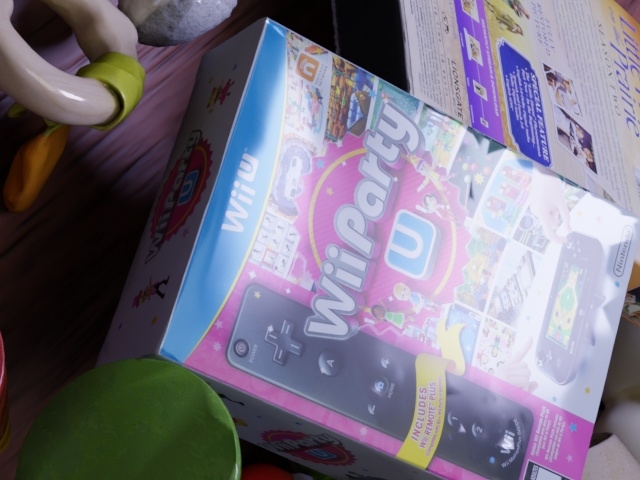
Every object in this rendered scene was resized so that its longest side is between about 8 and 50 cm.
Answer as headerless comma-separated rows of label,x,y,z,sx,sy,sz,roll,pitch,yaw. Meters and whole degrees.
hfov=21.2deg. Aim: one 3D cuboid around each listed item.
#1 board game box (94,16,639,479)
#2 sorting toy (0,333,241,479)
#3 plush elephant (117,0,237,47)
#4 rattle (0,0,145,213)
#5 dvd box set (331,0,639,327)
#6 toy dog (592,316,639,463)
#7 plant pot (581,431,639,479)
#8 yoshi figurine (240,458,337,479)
board game box,0.039,0.033,1.072,0.303,0.097,0.224,25,69,-23
sorting toy,-0.111,0.138,0.971,0.127,0.366,0.126,-64,157,-16
plush elephant,-0.074,-0.339,1.032,0.255,0.272,0.330,38,34,-56
rattle,-0.214,-0.119,1.011,0.200,0.143,0.130,25,56,-34
dvd box set,0.155,-0.133,1.341,0.420,0.062,0.307,30,45,-44
toy dog,0.447,0.134,1.495,0.285,0.408,0.395,-14,102,-47
plant pot,0.226,0.308,1.410,0.256,0.256,0.274,-17,86,-46
yoshi figurine,0.031,0.225,1.221,0.362,0.204,0.203,-58,144,-32
